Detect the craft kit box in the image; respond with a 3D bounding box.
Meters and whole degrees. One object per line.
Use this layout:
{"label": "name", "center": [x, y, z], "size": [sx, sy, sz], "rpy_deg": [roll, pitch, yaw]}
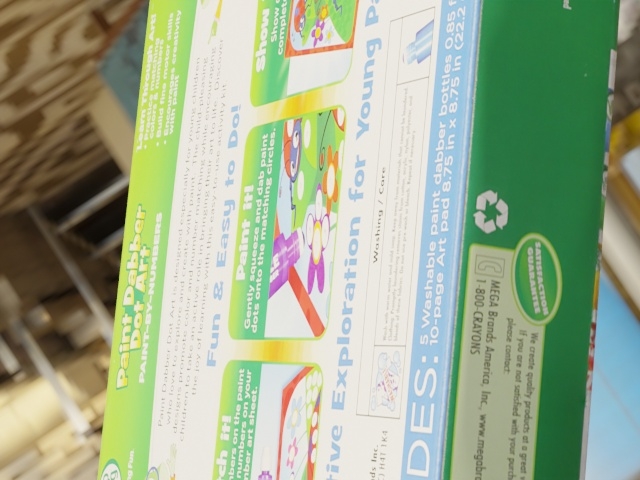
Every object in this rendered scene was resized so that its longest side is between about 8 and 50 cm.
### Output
{"label": "craft kit box", "center": [0.000, 0.000, 0.547], "size": [0.061, 0.250, 0.246], "rpy_deg": [9, 174, -30]}
